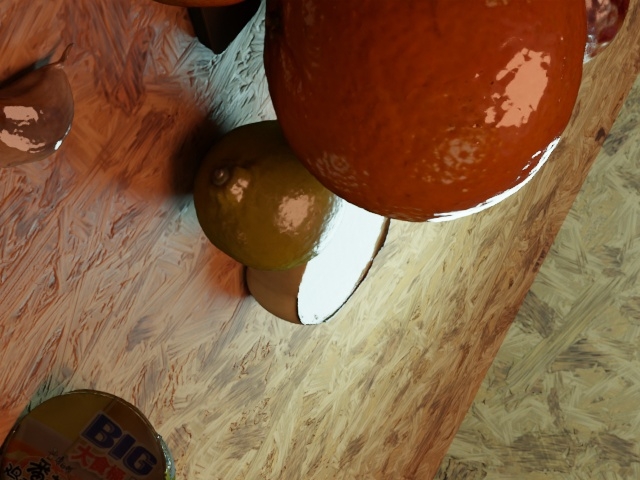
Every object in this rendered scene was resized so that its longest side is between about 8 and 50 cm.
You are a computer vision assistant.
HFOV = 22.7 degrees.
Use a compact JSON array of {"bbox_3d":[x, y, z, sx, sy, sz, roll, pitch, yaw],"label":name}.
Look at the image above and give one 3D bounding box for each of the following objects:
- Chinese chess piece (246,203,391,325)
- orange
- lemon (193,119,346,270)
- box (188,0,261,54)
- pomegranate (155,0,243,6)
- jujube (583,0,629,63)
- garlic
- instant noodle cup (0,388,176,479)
[{"bbox_3d":[0.000,0.000,2.253,0.250,0.103,0.250,-48,156,-30],"label":"Chinese chess piece"},{"bbox_3d":[0.098,-0.229,1.765,0.326,0.424,0.424,2,124,-23],"label":"orange"},{"bbox_3d":[-0.062,-0.054,1.922,0.184,0.184,0.248,-64,160,10],"label":"lemon"},{"bbox_3d":[-0.107,-0.268,1.737,0.091,0.031,0.126,-54,159,-18],"label":"box"},{"bbox_3d":[-0.119,-0.305,1.416,0.256,0.221,0.221,-36,149,-34],"label":"pomegranate"},{"bbox_3d":[0.357,-0.408,2.383,0.223,0.223,0.318,-43,146,-39],"label":"jujube"},{"bbox_3d":[-0.270,-0.116,1.502,0.152,0.066,0.084,-36,147,-44],"label":"garlic"},{"bbox_3d":[-0.267,0.281,1.891,0.205,0.205,0.153,-59,171,-4],"label":"instant noodle cup"}]
